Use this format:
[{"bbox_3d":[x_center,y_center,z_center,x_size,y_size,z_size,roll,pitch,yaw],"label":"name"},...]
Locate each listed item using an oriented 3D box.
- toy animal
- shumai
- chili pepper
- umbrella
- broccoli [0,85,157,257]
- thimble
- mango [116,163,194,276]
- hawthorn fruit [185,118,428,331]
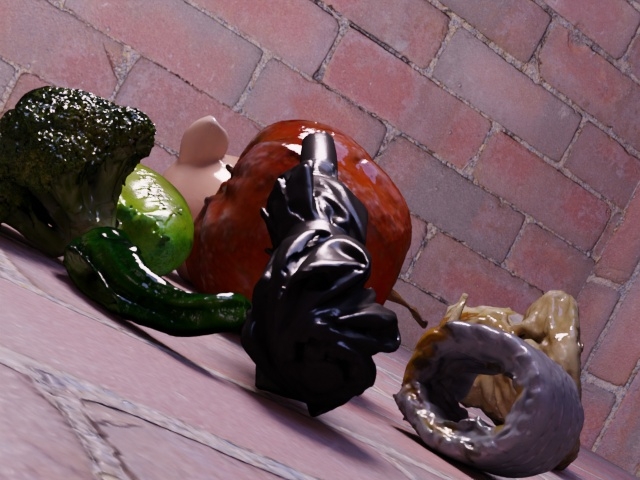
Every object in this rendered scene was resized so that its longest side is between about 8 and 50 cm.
[{"bbox_3d":[-0.092,-0.009,1.362,0.256,0.195,0.213,26,-9,-3],"label":"toy animal"},{"bbox_3d":[0.266,0.221,1.628,0.262,0.267,0.314,-2,-39,12],"label":"shumai"},{"bbox_3d":[-0.132,0.027,0.764,0.182,0.050,0.073,24,0,44],"label":"chili pepper"},{"bbox_3d":[0.000,0.000,0.849,0.118,0.118,0.340,29,27,-15],"label":"umbrella"},{"bbox_3d":[-0.217,-0.058,0.873,0.162,0.138,0.145,-19,-6,-44],"label":"broccoli"},{"bbox_3d":[0.159,0.150,0.993,0.151,0.127,0.118,28,-3,41],"label":"thimble"},{"bbox_3d":[-0.182,-0.018,0.992,0.119,0.100,0.178,10,17,-38],"label":"mango"},{"bbox_3d":[0.004,0.014,1.101,0.271,0.242,0.242,35,-2,-5],"label":"hawthorn fruit"}]
